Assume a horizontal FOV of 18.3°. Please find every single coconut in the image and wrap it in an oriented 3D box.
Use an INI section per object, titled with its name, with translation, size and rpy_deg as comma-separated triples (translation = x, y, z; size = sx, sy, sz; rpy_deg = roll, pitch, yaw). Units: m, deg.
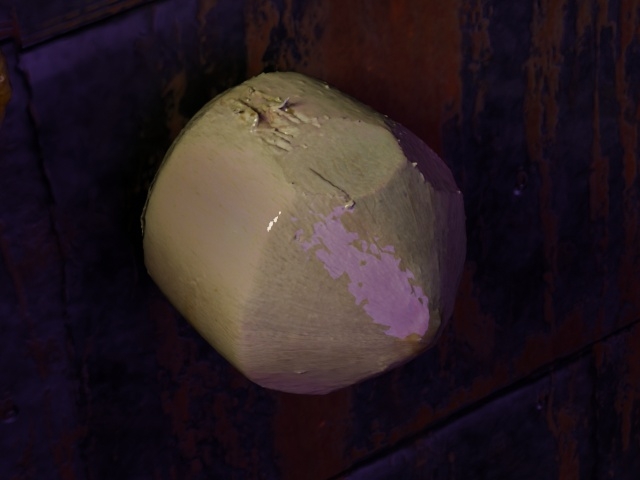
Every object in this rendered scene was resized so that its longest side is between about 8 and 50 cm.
[coconut]
translation = 0.000, 0.000, 1.395
size = 0.224, 0.234, 0.224
rpy_deg = -20, 123, -33

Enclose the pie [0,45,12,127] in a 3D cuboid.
[pie]
translation = -0.286, -0.089, 1.243
size = 0.195, 0.046, 0.195
rpy_deg = -21, 129, -28
